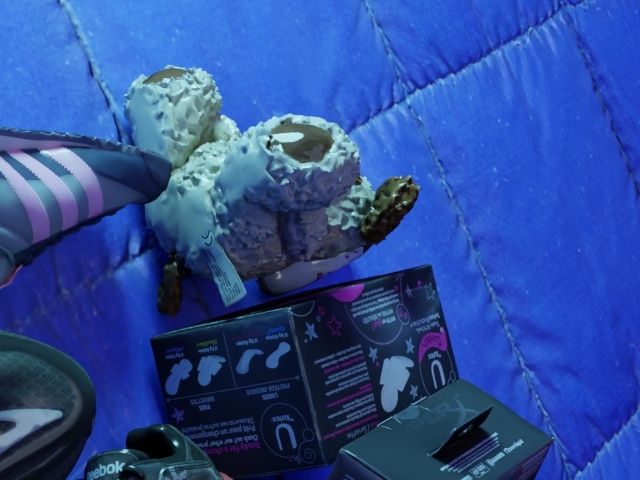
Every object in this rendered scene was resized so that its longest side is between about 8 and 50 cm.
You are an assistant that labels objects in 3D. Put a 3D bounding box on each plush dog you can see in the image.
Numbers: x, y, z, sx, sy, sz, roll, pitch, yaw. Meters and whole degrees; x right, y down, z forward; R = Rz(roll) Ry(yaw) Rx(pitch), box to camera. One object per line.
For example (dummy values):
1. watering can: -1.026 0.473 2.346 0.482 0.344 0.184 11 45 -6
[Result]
1. plush dog: -0.042 -0.033 1.597 0.225 0.262 0.211 -3 110 -45

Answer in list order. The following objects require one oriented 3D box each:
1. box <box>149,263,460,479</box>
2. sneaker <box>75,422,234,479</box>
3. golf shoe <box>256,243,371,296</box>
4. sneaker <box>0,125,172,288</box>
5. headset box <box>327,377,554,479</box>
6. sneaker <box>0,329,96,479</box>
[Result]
1. box: -0.008 0.120 1.585 0.247 0.163 0.142 -14 90 -56
2. sneaker: -0.158 0.244 1.378 0.135 0.097 0.276 59 34 -18
3. golf shoe: 0.000 0.000 1.722 0.186 0.086 0.067 -31 101 -53
4. sneaker: -0.244 -0.024 1.399 0.319 0.112 0.131 1 91 -51
5. headset box: 0.073 0.266 1.526 0.110 0.293 0.218 32 27 22
6. sneaker: -0.314 0.098 1.136 0.482 0.202 0.185 16 62 -50
